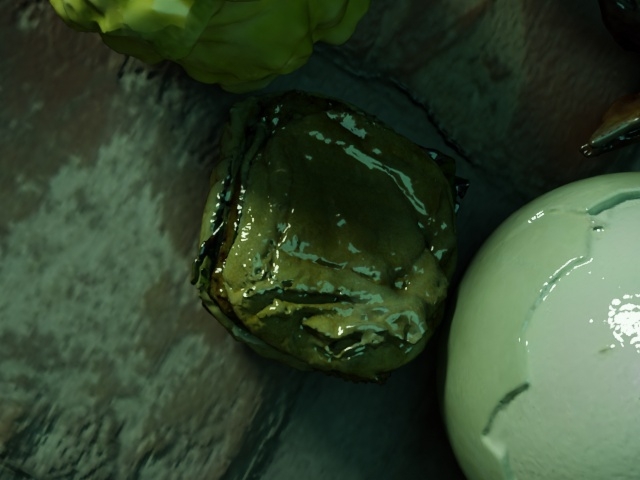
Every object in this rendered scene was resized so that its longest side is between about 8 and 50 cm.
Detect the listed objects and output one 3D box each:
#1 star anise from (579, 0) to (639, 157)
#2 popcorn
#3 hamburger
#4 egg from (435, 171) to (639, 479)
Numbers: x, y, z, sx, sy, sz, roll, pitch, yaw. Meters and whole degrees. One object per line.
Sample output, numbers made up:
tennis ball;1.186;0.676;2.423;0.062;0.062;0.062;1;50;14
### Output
star anise;0.304;-0.131;1.395;0.288;0.088;0.288;0;90;-33
popcorn;-0.069;-0.224;1.202;0.250;0.235;0.241;24;82;-58
hamburger;0.000;0.000;1.266;0.183;0.130;0.206;21;61;-14
egg;0.223;0.091;1.227;0.278;0.336;0.278;1;87;-14
